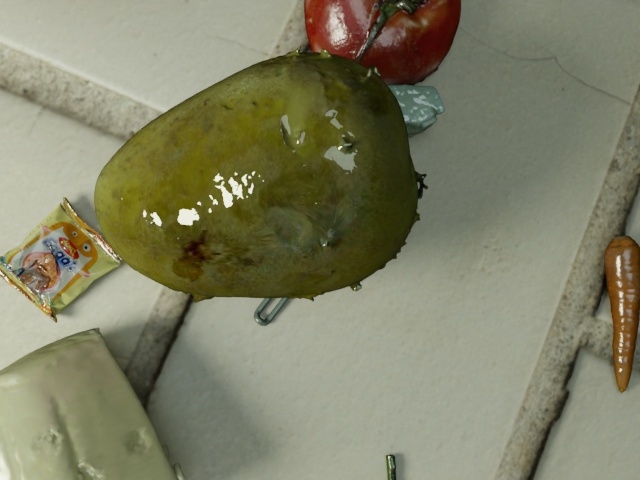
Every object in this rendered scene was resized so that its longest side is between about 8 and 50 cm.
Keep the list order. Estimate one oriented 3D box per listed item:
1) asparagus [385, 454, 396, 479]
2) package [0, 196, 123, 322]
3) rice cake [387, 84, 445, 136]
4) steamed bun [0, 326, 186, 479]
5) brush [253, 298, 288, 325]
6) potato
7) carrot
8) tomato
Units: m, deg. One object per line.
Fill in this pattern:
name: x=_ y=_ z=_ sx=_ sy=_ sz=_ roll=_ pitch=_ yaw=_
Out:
asparagus: x=0.099 y=0.355 z=0.829 sx=0.016 sy=0.016 sz=0.163 roll=-6 pitch=84 yaw=-28
package: x=-0.318 y=0.025 z=0.789 sx=0.120 sy=0.031 sz=0.108 roll=-44 pitch=93 yaw=-10
rice cake: x=0.053 y=-0.170 z=0.847 sx=0.206 sy=0.069 sz=0.063 roll=0 pitch=87 yaw=-6
steamed bun: x=-0.282 y=0.224 z=0.727 sx=0.200 sy=0.170 sz=0.226 roll=-9 pitch=67 yaw=-40
brush: x=0.000 y=0.000 z=0.847 sx=0.062 sy=0.027 sz=0.266 roll=39 pitch=84 yaw=-3
potato: x=-0.067 y=-0.049 z=0.733 sx=0.359 sy=0.219 sz=0.270 roll=-20 pitch=109 yaw=13
carrot: x=0.414 y=0.101 z=0.890 sx=0.048 sy=0.048 sz=0.216 roll=-1 pitch=90 yaw=-9
tomato: x=0.087 y=-0.316 z=0.849 sx=0.227 sy=0.101 sz=0.228 roll=1 pitch=85 yaw=-12
